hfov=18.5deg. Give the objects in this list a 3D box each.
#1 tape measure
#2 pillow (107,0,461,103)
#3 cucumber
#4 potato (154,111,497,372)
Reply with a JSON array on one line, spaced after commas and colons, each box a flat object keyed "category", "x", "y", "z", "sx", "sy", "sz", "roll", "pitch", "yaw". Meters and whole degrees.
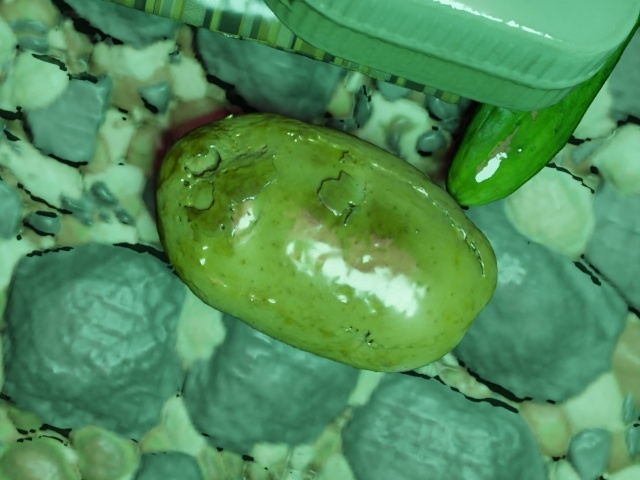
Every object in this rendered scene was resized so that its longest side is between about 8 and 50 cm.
[{"category": "tape measure", "x": 0.060, "y": -0.192, "z": 0.927, "sx": 0.207, "sy": 0.115, "sz": 0.235, "roll": 15, "pitch": 70, "yaw": -7}, {"category": "pillow", "x": -0.013, "y": -0.147, "z": 0.979, "sx": 0.203, "sy": 0.038, "sz": 0.113, "roll": 15, "pitch": 82, "yaw": -6}, {"category": "cucumber", "x": 0.138, "y": -0.118, "z": 0.988, "sx": 0.056, "sy": 0.056, "sz": 0.250, "roll": 32, "pitch": 83, "yaw": -3}, {"category": "potato", "x": 0.000, "y": 0.000, "z": 0.946, "sx": 0.170, "sy": 0.080, "sz": 0.107, "roll": 30, "pitch": 93, "yaw": -5}]
